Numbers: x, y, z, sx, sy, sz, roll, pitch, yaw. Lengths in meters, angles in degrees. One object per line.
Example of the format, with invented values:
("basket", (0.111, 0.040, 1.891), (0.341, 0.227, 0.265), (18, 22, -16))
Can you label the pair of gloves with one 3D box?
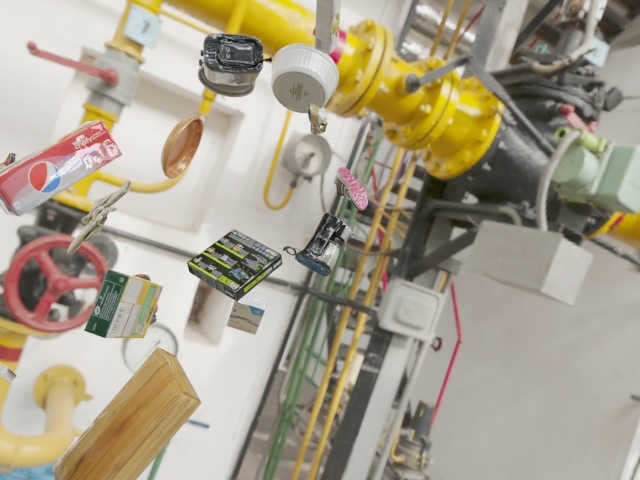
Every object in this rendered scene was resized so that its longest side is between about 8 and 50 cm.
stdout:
("pair of gloves", (-0.689, -0.082, 1.789), (0.042, 0.204, 0.240), (44, 30, -26))

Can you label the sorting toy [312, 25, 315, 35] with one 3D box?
("sorting toy", (0.003, -0.788, 2.121), (0.042, 0.061, 0.102), (20, -7, -10))

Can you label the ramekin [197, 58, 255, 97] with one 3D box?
("ramekin", (-0.327, -0.612, 2.057), (0.207, 0.109, 0.207), (7, -17, 2))

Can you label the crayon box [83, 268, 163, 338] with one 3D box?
("crayon box", (-0.646, 0.220, 1.924), (0.083, 0.203, 0.323), (18, -8, 7))

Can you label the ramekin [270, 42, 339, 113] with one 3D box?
("ramekin", (-0.070, -0.616, 2.250), (0.272, 0.127, 0.273), (9, -33, 6))

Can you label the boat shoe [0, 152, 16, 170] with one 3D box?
("boat shoe", (-0.983, -0.213, 1.782), (0.043, 0.137, 0.049), (26, 6, -40))

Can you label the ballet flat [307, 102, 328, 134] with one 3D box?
("ballet flat", (-0.007, -0.432, 2.045), (0.067, 0.073, 0.206), (2, -7, 4))

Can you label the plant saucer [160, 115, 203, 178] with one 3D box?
("plant saucer", (-0.409, -0.276, 1.689), (0.037, 0.200, 0.200), (28, 0, 4))

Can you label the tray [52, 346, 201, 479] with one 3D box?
("tray", (-0.485, 0.483, 1.422), (0.076, 0.411, 0.203), (41, -1, -40))

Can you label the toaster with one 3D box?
("toaster", (-0.275, -0.577, 1.857), (0.226, 0.129, 0.146), (-1, -5, -15))

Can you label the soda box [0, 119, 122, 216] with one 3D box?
("soda box", (-0.564, -0.157, 1.230), (0.083, 0.263, 0.092), (6, -51, 45))

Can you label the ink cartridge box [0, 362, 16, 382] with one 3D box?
("ink cartridge box", (-0.956, 0.399, 1.746), (0.083, 0.028, 0.048), (18, -37, 29))

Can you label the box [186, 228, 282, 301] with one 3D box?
("box", (-0.233, 0.062, 1.575), (0.190, 0.184, 0.045), (26, -40, 29))

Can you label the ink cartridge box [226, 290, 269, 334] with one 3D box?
("ink cartridge box", (-0.242, 0.243, 1.883), (0.104, 0.180, 0.060), (18, 43, -6))

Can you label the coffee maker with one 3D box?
("coffee maker", (0.000, 0.000, 1.904), (0.171, 0.178, 0.120), (38, -26, -18))

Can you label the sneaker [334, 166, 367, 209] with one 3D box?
("sneaker", (0.099, -0.166, 1.971), (0.063, 0.171, 0.075), (-21, -20, -33))

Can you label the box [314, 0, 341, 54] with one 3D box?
("box", (0.027, -0.764, 1.867), (0.067, 0.063, 0.324), (25, -36, 18))

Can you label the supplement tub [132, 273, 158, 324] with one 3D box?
("supplement tub", (-0.713, 0.240, 2.315), (0.106, 0.106, 0.198), (21, 39, -55))
